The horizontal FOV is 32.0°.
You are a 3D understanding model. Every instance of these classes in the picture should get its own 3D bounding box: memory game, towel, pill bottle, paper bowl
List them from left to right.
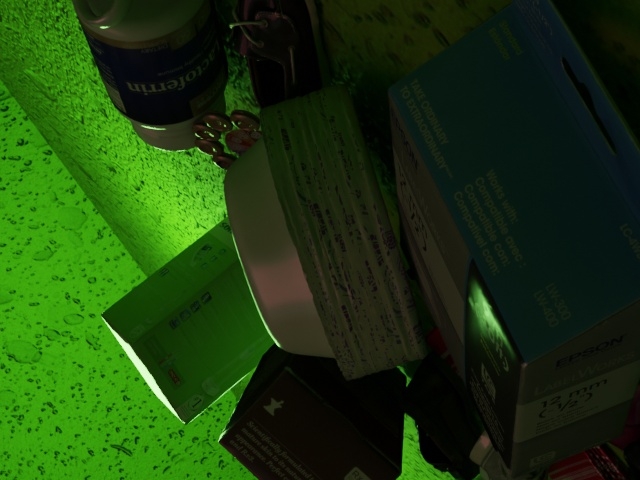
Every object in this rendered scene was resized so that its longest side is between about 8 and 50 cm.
[{"bbox_3d":[-0.190,-0.226,1.314,0.153,0.153,0.265,44,164,22],"label":"pill bottle"},{"bbox_3d":[-0.069,-0.104,1.341,0.186,0.012,0.186,16,159,6],"label":"memory game"},{"bbox_3d":[0.000,0.000,1.104,0.284,0.148,0.284,-18,-90,-88],"label":"paper bowl"},{"bbox_3d":[0.232,0.192,1.309,0.275,0.031,0.199,49,165,7],"label":"towel"}]

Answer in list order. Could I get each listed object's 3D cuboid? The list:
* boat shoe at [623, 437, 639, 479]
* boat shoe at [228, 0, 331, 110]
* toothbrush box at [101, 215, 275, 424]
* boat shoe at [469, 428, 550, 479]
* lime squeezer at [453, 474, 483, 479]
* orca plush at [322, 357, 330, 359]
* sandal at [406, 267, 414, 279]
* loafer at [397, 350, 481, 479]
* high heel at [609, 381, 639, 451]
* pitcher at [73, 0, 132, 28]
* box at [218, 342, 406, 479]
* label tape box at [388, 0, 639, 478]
[{"bbox_3d":[0.335,0.260,1.023,0.127,0.113,0.340,39,160,36],"label":"boat shoe"},{"bbox_3d":[-0.050,-0.213,1.099,0.084,0.079,0.233,42,160,35],"label":"boat shoe"},{"bbox_3d":[-0.181,0.126,1.835,0.122,0.283,0.206,34,158,48],"label":"toothbrush box"},{"bbox_3d":[0.229,0.251,1.283,0.081,0.079,0.227,32,166,24],"label":"boat shoe"},{"bbox_3d":[0.224,0.366,1.586,0.059,0.110,0.310,52,167,30],"label":"lime squeezer"},{"bbox_3d":[0.065,0.098,1.436,0.102,0.151,0.287,12,158,8],"label":"orca plush"},{"bbox_3d":[0.118,0.006,1.152,0.040,0.067,0.179,62,167,4],"label":"sandal"},{"bbox_3d":[0.160,0.261,1.538,0.109,0.095,0.303,40,161,34],"label":"loafer"},{"bbox_3d":[0.218,0.118,1.093,0.244,0.082,0.117,24,142,33],"label":"high heel"},{"bbox_3d":[-0.236,-0.334,1.163,0.207,0.178,0.125,41,-171,27],"label":"pitcher"},{"bbox_3d":[0.005,0.224,1.500,0.191,0.143,0.381,43,-170,-2],"label":"box"},{"bbox_3d":[0.141,-0.005,0.825,0.348,0.115,0.249,74,174,-59],"label":"label tape box"}]
